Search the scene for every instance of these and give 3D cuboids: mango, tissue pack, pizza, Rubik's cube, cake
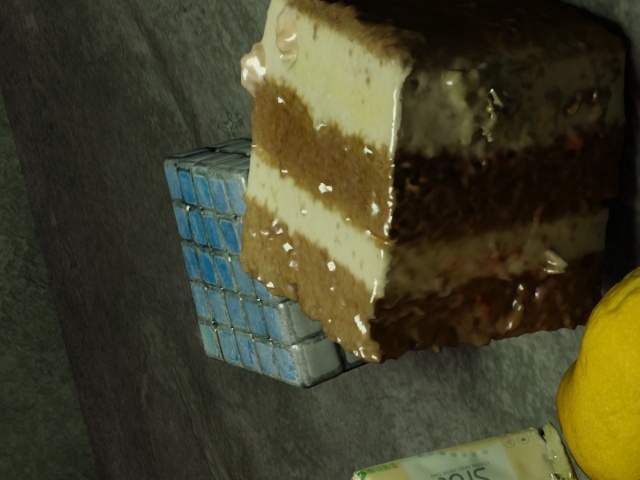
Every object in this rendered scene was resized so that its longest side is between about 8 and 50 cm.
[{"bbox_3d":[0.285,0.120,1.395,0.359,0.144,0.187,105,156,-60],"label":"mango"},{"bbox_3d":[0.128,0.285,1.727,0.186,0.222,0.090,107,148,-50],"label":"tissue pack"},{"bbox_3d":[0.236,0.283,1.468,0.181,0.034,0.262,57,-166,-66],"label":"pizza"},{"bbox_3d":[0.000,0.000,1.771,0.237,0.238,0.237,11,117,63],"label":"Rubik's cube"},{"bbox_3d":[0.094,-0.073,1.486,0.282,0.256,0.290,37,130,51],"label":"cake"}]
